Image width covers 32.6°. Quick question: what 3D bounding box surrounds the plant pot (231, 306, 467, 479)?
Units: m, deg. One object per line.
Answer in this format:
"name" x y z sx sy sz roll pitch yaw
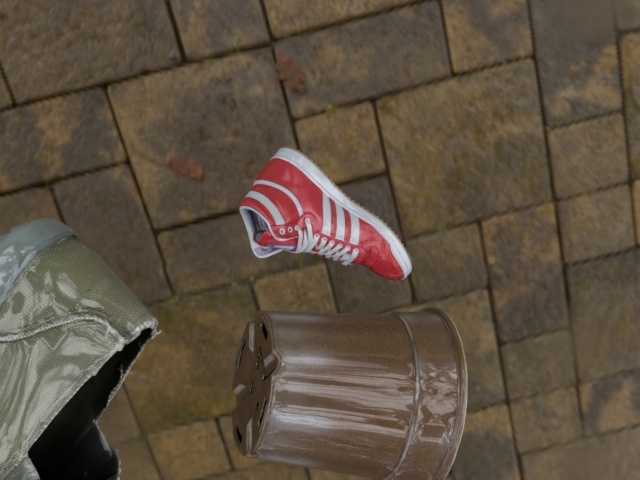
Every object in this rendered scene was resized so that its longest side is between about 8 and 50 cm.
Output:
"plant pot" 0.016 0.132 0.951 0.165 0.167 0.167 8 118 -18

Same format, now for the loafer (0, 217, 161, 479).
"loafer" -0.148 0.117 0.512 0.087 0.094 0.251 26 104 11

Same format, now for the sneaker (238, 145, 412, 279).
"sneaker" 0.000 0.000 0.710 0.118 0.067 0.042 41 150 -2
